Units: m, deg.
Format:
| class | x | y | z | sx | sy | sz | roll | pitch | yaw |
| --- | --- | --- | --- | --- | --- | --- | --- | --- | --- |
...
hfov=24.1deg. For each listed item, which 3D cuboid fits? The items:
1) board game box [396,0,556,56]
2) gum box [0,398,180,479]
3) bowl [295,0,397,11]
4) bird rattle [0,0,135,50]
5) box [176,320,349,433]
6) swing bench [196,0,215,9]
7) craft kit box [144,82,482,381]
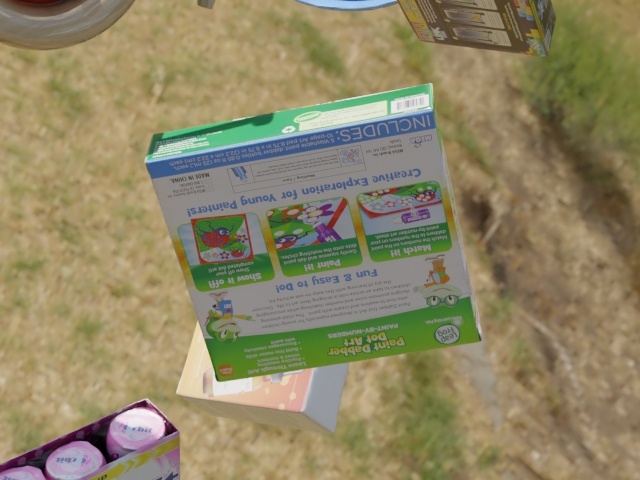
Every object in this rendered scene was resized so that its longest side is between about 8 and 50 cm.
| class | x | y | z | sx | sy | sz | roll | pitch | yaw |
| --- | --- | --- | --- | --- | --- | --- | --- | --- | --- |
| board game box | 0.149 | -0.239 | 1.465 | 0.141 | 0.048 | 0.170 | 11 | -11 | 18 |
| gum box | -0.225 | 0.239 | 1.405 | 0.188 | 0.107 | 0.062 | -23 | 42 | -32 |
| bowl | 0.041 | -0.493 | 1.940 | 0.391 | 0.391 | 0.077 | 34 | 10 | 2 |
| bird rattle | -0.184 | -0.234 | 1.057 | 0.253 | 0.207 | 0.143 | 23 | 6 | -29 |
| box | -0.061 | 0.143 | 1.746 | 0.091 | 0.170 | 0.130 | 42 | 57 | -56 |
| swing bench | -0.144 | -0.349 | 1.328 | 0.165 | 0.253 | 0.254 | 24 | 16 | 20 |
| craft kit box | 0.000 | 0.000 | 1.315 | 0.249 | 0.247 | 0.061 | -9 | 30 | 8 |
